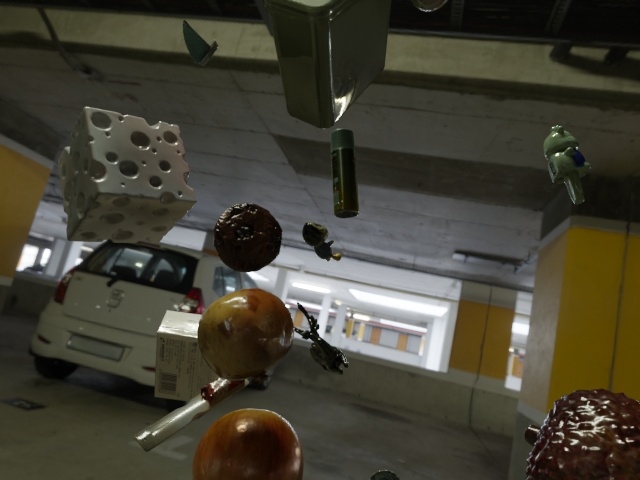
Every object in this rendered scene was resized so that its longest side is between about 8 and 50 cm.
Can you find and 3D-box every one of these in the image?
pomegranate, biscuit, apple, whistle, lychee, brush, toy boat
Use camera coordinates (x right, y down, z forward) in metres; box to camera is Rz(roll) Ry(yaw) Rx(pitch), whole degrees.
[{"bbox_3d":[-0.162,0.216,1.014,0.215,0.216,0.215,12,-11,2],"label":"pomegranate"},{"bbox_3d":[-0.190,-0.008,1.195,0.191,0.192,0.049,16,-20,-17],"label":"biscuit"},{"bbox_3d":[-0.173,0.551,1.111,0.285,0.233,0.286,-2,-41,-1],"label":"apple"},{"bbox_3d":[0.691,-0.216,1.268,0.091,0.245,0.110,-11,-23,6],"label":"whistle"},{"bbox_3d":[0.433,0.359,0.669,0.260,0.261,0.260,12,-11,2],"label":"lychee"},{"bbox_3d":[-0.319,0.421,1.165,0.060,0.050,0.321,28,33,31],"label":"brush"},{"bbox_3d":[-0.375,-0.593,1.352,0.122,0.096,0.034,37,-8,-36],"label":"toy boat"}]

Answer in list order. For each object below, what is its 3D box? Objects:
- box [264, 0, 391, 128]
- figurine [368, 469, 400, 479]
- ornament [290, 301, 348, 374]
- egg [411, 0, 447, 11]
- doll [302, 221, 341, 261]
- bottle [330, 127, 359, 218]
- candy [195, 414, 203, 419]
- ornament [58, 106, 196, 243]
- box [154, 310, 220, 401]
[{"bbox_3d":[0.039,-0.529,1.156,0.177,0.352,0.344,28,-26,19],"label":"box"},{"bbox_3d":[0.168,0.634,1.131,0.094,0.086,0.082,-8,-55,5],"label":"figurine"},{"bbox_3d":[-0.028,0.288,1.374,0.236,0.080,0.202,51,-17,-15],"label":"ornament"},{"bbox_3d":[0.223,-0.526,0.891,0.103,0.103,0.135,12,-48,5],"label":"egg"},{"bbox_3d":[0.000,0.000,1.520,0.101,0.089,0.179,-3,-41,43],"label":"doll"},{"bbox_3d":[0.076,-0.218,1.459,0.082,0.287,0.082,-3,-15,-1],"label":"bottle"},{"bbox_3d":[-0.403,0.568,1.542,0.043,0.103,0.103,54,-14,0],"label":"candy"},{"bbox_3d":[-0.497,-0.150,1.153,0.239,0.240,0.239,1,-27,-44],"label":"ornament"},{"bbox_3d":[-0.401,0.369,1.420,0.202,0.275,0.116,9,28,-6],"label":"box"}]
